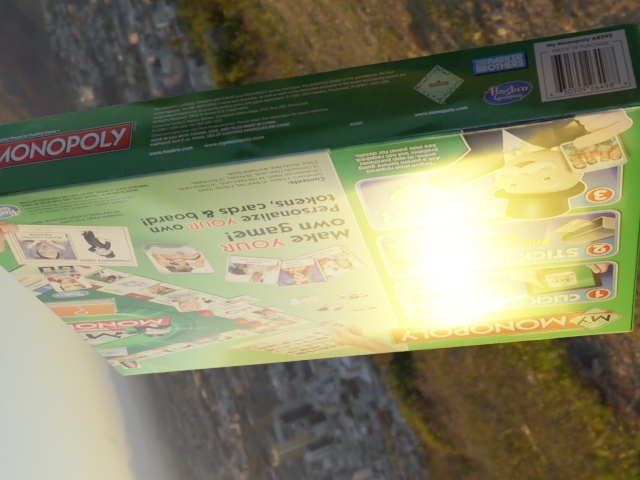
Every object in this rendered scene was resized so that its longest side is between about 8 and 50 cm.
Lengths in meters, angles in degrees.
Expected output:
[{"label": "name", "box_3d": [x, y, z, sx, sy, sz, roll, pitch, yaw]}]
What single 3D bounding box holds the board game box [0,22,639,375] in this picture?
[{"label": "board game box", "box_3d": [0.000, 0.000, 0.487, 0.213, 0.317, 0.046, 64, -158, -58]}]
